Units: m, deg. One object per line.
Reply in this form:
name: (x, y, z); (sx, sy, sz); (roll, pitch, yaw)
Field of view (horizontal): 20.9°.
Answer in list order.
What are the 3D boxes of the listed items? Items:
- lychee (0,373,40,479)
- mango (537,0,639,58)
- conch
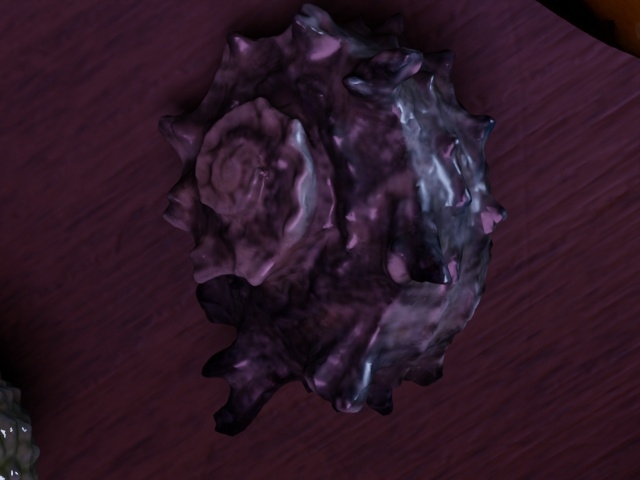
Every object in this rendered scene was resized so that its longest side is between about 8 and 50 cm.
lychee: (-0.320, 0.140, 1.119); (0.274, 0.255, 0.255); (-5, 115, -17)
mango: (0.209, -0.202, 1.007); (0.287, 0.152, 0.201); (40, 104, -15)
conch: (-0.004, -0.009, 1.094); (0.241, 0.186, 0.313); (25, 134, 19)
